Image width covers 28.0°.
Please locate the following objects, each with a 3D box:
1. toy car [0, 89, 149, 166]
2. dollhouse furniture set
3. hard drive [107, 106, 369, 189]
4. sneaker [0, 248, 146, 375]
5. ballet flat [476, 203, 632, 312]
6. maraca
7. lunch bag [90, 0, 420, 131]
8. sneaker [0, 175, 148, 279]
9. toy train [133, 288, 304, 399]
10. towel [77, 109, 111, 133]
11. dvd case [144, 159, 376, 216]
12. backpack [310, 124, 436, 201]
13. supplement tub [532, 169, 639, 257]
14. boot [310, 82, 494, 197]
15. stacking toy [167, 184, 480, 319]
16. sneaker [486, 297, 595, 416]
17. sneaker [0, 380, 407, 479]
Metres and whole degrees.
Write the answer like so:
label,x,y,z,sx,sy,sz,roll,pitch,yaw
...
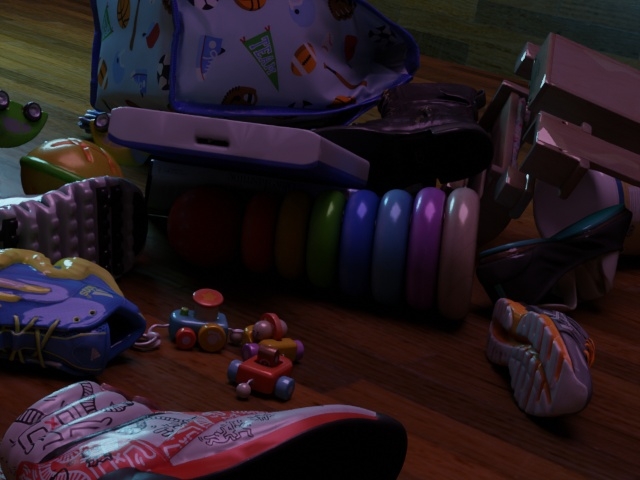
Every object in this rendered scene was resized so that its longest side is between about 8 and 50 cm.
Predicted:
label,x,y,z,sx,sy,sz,roll,pitch,yaw
toy car,-0.317,-0.116,1.494,0.225,0.053,0.239,18,-23,-39
dollhouse furniture set,0.277,-0.057,1.596,0.174,0.355,0.303,22,44,-5
hard drive,-0.074,-0.095,1.378,0.210,0.040,0.318,8,0,11
sneaker,-0.240,0.059,1.033,0.126,0.091,0.240,23,19,38
ballet flat,0.276,0.031,1.467,0.280,0.096,0.095,-17,-3,-43
maraca,-0.268,-0.057,1.434,0.127,0.099,0.186,25,-7,10
lunch bag,-0.097,-0.260,1.827,0.385,0.239,0.328,-2,7,-31
sneaker,-0.280,-0.008,1.240,0.118,0.110,0.292,9,12,31
toy train,-0.080,0.085,1.124,0.166,0.046,0.125,18,17,25
towel,-0.196,-0.152,1.934,0.285,0.034,0.209,17,14,17
dvd case,-0.076,-0.043,1.484,0.253,0.022,0.180,8,-14,-8
backpack,0.049,-0.090,1.715,0.182,0.115,0.152,-7,25,-38
supplement tub,0.402,-0.048,1.728,0.199,0.144,0.144,0,18,-34
boot,0.095,-0.140,1.631,0.263,0.091,0.229,-2,25,-2
stacking toy,0.000,0.000,1.366,0.330,0.141,0.141,6,15,8
sneaker,0.217,0.105,1.181,0.083,0.084,0.215,13,14,-9
sneaker,-0.076,0.137,0.854,0.270,0.090,0.145,-8,26,-42
